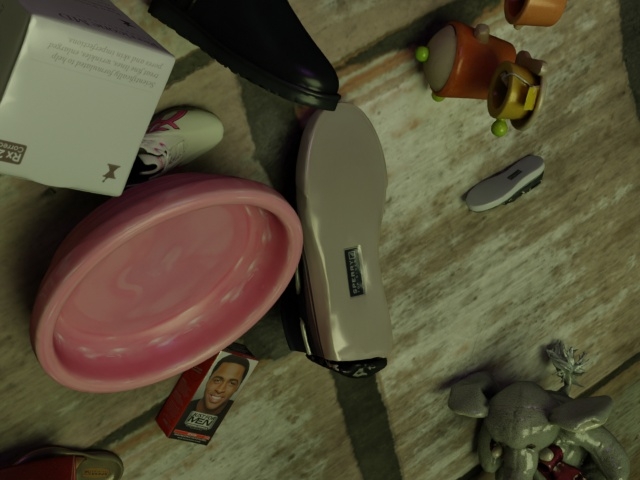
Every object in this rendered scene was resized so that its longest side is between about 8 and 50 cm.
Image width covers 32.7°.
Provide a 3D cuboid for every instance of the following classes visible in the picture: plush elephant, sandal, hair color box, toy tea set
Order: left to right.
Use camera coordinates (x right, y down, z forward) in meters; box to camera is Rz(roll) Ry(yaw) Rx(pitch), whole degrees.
[{"bbox_3d":[-0.325,0.302,1.389,0.180,0.049,0.072,9,112,-40],"label":"sandal"},{"bbox_3d":[-0.151,0.201,1.455,0.072,0.043,0.141,21,104,-42],"label":"hair color box"},{"bbox_3d":[0.207,-0.301,1.306,0.124,0.200,0.336,9,101,-15],"label":"toy tea set"},{"bbox_3d":[0.348,0.325,1.769,0.255,0.271,0.330,9,85,-54],"label":"plush elephant"}]

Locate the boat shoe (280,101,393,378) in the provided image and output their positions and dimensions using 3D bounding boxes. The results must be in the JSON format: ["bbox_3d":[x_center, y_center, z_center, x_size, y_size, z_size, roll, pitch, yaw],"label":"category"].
[{"bbox_3d":[0.000,0.000,1.396,0.127,0.158,0.341,-4,92,-30],"label":"boat shoe"}]

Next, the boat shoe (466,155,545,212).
[{"bbox_3d":[0.272,-0.074,1.586,0.142,0.049,0.040,-31,133,-19],"label":"boat shoe"}]

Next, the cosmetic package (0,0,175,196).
[{"bbox_3d":[-0.261,-0.156,1.035,0.151,0.183,0.151,10,112,-41],"label":"cosmetic package"}]

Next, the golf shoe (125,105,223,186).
[{"bbox_3d":[-0.183,-0.093,1.206,0.186,0.086,0.067,-21,127,-26],"label":"golf shoe"}]

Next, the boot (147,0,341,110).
[{"bbox_3d":[-0.045,-0.270,1.089,0.094,0.246,0.207,-6,127,-60],"label":"boot"}]

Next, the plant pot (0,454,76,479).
[{"bbox_3d":[-0.410,0.434,1.266,0.235,0.267,0.267,1,121,-8],"label":"plant pot"}]

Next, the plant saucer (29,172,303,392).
[{"bbox_3d":[-0.180,0.040,1.249,0.332,0.084,0.332,-26,150,-17],"label":"plant saucer"}]
